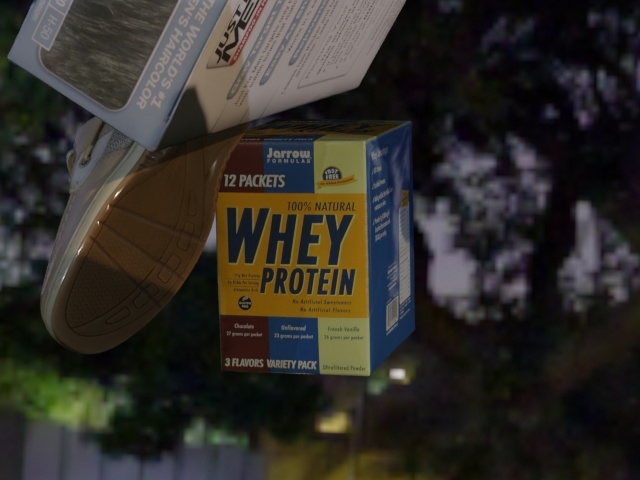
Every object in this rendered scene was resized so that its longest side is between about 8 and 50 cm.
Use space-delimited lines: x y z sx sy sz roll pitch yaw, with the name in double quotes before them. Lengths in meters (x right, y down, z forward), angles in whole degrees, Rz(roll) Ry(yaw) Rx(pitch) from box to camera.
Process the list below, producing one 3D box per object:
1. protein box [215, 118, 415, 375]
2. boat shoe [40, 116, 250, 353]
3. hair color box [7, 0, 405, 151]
"protein box" 0.000 0.000 1.633 0.136 0.201 0.200 1 9 15
"boat shoe" -0.140 -0.054 1.408 0.098 0.302 0.109 12 -19 42
"hair color box" -0.035 -0.184 1.185 0.113 0.185 0.374 33 19 11
